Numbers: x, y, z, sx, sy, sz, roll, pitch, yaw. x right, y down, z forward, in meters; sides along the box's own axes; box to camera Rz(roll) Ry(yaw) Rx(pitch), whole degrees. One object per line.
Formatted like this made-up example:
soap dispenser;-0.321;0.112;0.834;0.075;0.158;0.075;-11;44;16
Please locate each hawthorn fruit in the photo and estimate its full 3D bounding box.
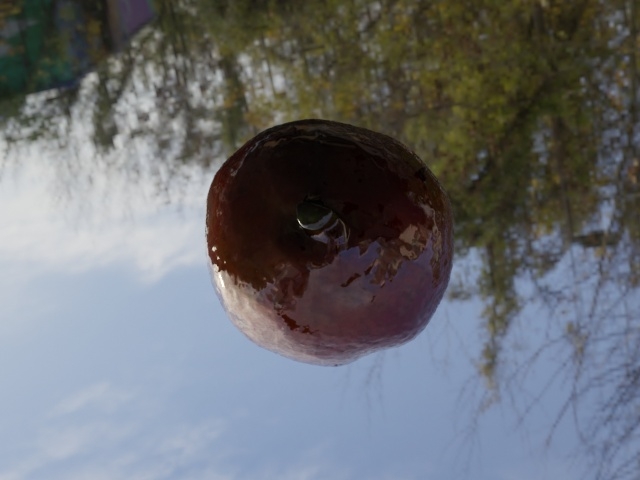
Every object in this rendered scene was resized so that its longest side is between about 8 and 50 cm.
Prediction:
hawthorn fruit;0.000;0.000;0.684;0.169;0.169;0.188;-8;175;14
